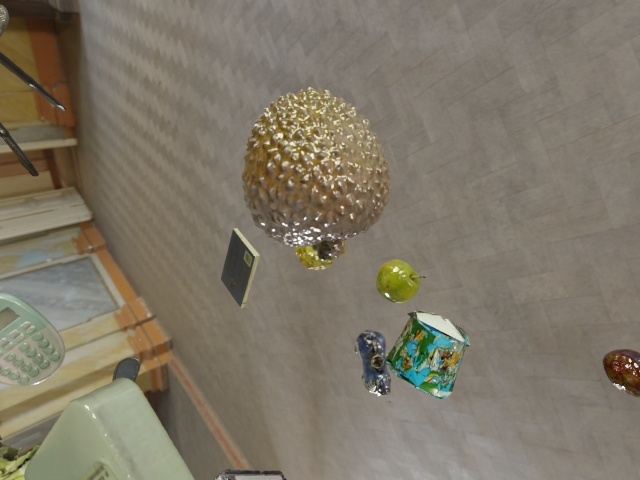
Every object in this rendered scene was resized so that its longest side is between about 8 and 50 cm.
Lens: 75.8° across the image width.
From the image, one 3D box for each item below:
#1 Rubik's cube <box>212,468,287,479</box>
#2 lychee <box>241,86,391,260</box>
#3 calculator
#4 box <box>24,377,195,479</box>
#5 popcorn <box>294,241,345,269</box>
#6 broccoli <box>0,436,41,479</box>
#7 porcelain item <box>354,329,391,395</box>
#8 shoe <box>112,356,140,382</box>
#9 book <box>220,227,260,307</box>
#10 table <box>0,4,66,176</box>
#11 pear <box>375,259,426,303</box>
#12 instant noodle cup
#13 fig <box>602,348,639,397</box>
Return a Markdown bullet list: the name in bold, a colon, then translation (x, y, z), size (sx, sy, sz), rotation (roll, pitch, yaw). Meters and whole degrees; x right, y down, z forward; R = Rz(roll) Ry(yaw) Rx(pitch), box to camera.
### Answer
- **Rubik's cube**: translation (-0.207, 0.844, 1.102), size (0.307, 0.310, 0.305), rotation (-50, 45, 2)
- **lychee**: translation (-0.019, -0.163, 1.030), size (0.380, 0.379, 0.433), rotation (-12, 92, 53)
- **calculator**: translation (-0.741, 0.225, 0.957), size (0.295, 0.184, 0.042), rotation (58, 166, -29)
- **box**: translation (-0.332, 0.481, 0.696), size (0.397, 0.111, 0.396), rotation (52, 122, 12)
- **popcorn**: translation (0.000, 0.000, 1.978), size (0.215, 0.251, 0.287), rotation (-159, 78, -80)
- **broccoli**: translation (-0.710, 0.617, 0.929), size (0.334, 0.272, 0.324), rotation (41, 146, -4)
- **porcelain item**: translation (0.239, 0.542, 1.825), size (0.186, 0.137, 0.289), rotation (108, 155, -77)
- **shoe**: translation (-0.532, 0.386, 1.108), size (0.159, 0.062, 0.053), rotation (-110, 38, -61)
- **book**: translation (-0.332, 0.112, 1.671), size (0.191, 0.025, 0.270), rotation (45, 128, 36)
- **table**: translation (-0.745, -0.295, 0.888), size (0.317, 0.317, 0.249), rotation (40, 159, 34)
- **pear**: translation (0.326, 0.160, 1.655), size (0.180, 0.166, 0.216), rotation (56, 144, -4)
- **instant noodle cup**: translation (0.339, 0.340, 1.282), size (0.240, 0.240, 0.178), rotation (32, 106, 40)
- **fig**: translation (0.769, 0.331, 1.009), size (0.103, 0.154, 0.110), rotation (-27, 44, 48)
